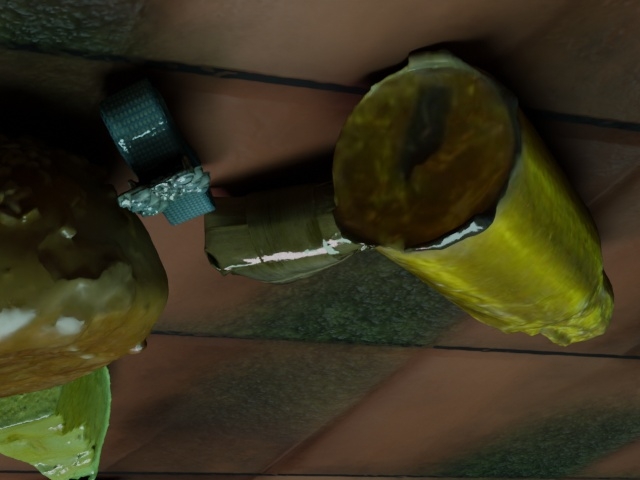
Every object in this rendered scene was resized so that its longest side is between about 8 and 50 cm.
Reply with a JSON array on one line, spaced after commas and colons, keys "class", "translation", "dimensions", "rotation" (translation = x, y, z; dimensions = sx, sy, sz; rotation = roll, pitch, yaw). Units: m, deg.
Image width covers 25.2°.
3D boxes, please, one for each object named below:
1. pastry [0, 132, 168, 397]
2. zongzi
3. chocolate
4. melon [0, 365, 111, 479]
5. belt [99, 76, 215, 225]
[{"class": "pastry", "translation": [-0.280, 0.023, 1.106], "dimensions": [0.316, 0.184, 0.284], "rotation": [-16, 165, 18]}, {"class": "zongzi", "translation": [0.000, 0.000, 1.256], "dimensions": [0.160, 0.078, 0.176], "rotation": [-6, 164, 23]}, {"class": "chocolate", "translation": [0.159, 0.008, 1.219], "dimensions": [0.162, 0.162, 0.445], "rotation": [-17, 155, 20]}, {"class": "melon", "translation": [-0.309, 0.173, 1.500], "dimensions": [0.196, 0.124, 0.323], "rotation": [-7, 161, 3]}, {"class": "belt", "translation": [-0.115, -0.049, 1.097], "dimensions": [0.065, 0.100, 0.179], "rotation": [-25, 158, 2]}]
